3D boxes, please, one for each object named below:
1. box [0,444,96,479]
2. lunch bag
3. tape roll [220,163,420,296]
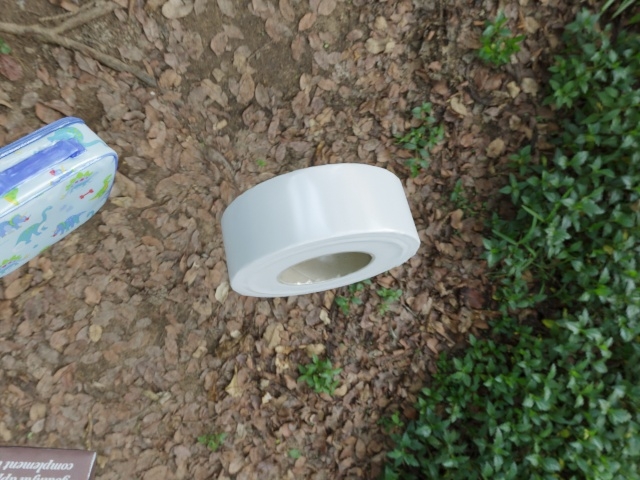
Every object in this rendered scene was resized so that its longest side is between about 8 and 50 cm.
[{"bbox_3d":[-0.278,0.266,0.286,0.169,0.166,0.203,14,132,-19],"label":"box"},{"bbox_3d":[-0.379,-0.057,0.523,0.090,0.176,0.219,44,53,-8],"label":"lunch bag"},{"bbox_3d":[0.000,0.000,0.605,0.287,0.286,0.100,-9,70,-11],"label":"tape roll"}]
